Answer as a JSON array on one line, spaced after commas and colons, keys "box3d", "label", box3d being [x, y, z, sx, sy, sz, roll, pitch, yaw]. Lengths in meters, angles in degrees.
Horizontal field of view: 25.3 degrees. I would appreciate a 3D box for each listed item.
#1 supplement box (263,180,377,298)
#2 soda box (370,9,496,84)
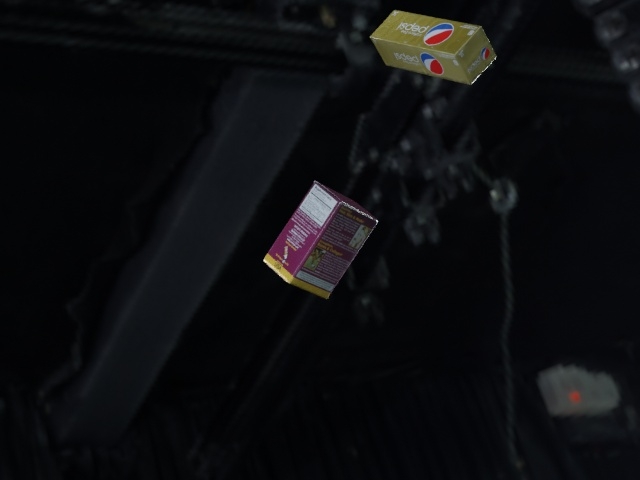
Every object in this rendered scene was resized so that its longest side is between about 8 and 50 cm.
[{"box3d": [0.000, 0.000, 1.212, 0.055, 0.043, 0.083, 27, -80, -47], "label": "supplement box"}, {"box3d": [0.156, -0.272, 1.995, 0.061, 0.181, 0.058, -48, -52, -18], "label": "soda box"}]
